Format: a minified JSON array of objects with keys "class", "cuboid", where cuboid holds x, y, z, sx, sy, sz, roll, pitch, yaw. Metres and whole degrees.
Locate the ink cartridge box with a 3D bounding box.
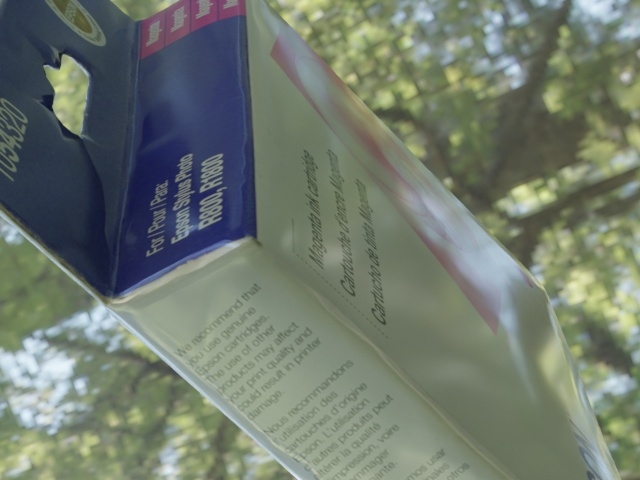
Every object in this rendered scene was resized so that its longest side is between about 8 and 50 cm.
[{"class":"ink cartridge box","cuboid":[0.000,0.000,0.834,0.330,0.071,0.324,45,-166,-20]}]
